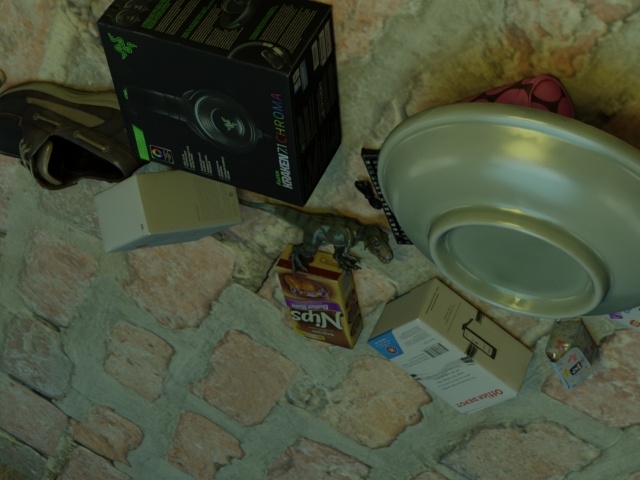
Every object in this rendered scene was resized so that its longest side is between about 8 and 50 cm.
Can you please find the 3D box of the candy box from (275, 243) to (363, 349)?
[{"bbox_3d":[0.001,0.093,1.881,0.109,0.053,0.187,13,145,22],"label":"candy box"}]

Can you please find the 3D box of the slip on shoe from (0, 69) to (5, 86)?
[{"bbox_3d":[-0.557,-0.266,1.817,0.135,0.041,0.051,28,147,1],"label":"slip on shoe"}]

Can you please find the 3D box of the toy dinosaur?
[{"bbox_3d":[0.000,0.000,1.753,0.268,0.064,0.118,15,138,24],"label":"toy dinosaur"}]

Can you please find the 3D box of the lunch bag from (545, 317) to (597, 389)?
[{"bbox_3d":[0.359,0.165,1.682,0.053,0.083,0.071,-2,135,39],"label":"lunch bag"}]

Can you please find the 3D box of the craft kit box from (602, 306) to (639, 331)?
[{"bbox_3d":[0.369,0.003,1.487,0.246,0.061,0.250,21,147,7],"label":"craft kit box"}]

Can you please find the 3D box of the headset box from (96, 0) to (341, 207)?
[{"bbox_3d":[-0.130,-0.202,1.507,0.283,0.131,0.246,18,145,17],"label":"headset box"}]

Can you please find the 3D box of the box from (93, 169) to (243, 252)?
[{"bbox_3d":[-0.226,-0.047,1.739,0.130,0.170,0.091,-19,82,48],"label":"box"}]

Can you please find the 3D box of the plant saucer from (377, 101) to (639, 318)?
[{"bbox_3d":[0.242,-0.002,1.387,0.400,0.100,0.400,20,154,10],"label":"plant saucer"}]

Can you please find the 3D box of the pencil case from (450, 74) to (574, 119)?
[{"bbox_3d":[0.200,-0.125,1.405,0.209,0.095,0.098,-11,134,47],"label":"pencil case"}]

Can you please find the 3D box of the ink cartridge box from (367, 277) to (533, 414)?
[{"bbox_3d":[0.199,0.166,1.800,0.203,0.086,0.148,37,147,-14],"label":"ink cartridge box"}]

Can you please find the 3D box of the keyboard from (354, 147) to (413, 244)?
[{"bbox_3d":[0.101,-0.057,1.630,0.108,0.023,0.180,7,140,30],"label":"keyboard"}]

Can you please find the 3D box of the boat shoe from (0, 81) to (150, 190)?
[{"bbox_3d":[-0.399,-0.154,1.771,0.355,0.130,0.132,2,139,34],"label":"boat shoe"}]
